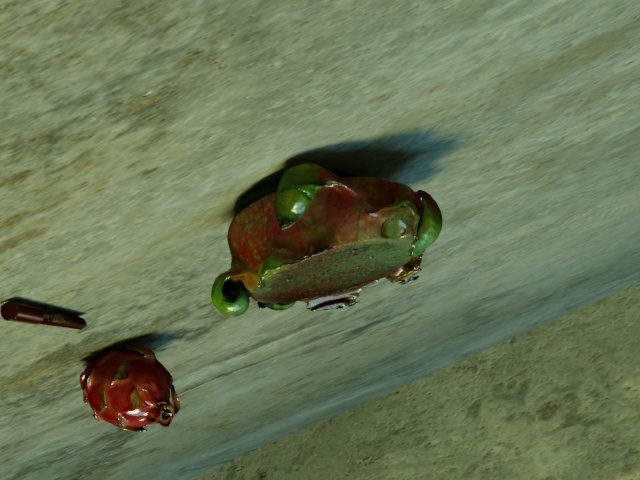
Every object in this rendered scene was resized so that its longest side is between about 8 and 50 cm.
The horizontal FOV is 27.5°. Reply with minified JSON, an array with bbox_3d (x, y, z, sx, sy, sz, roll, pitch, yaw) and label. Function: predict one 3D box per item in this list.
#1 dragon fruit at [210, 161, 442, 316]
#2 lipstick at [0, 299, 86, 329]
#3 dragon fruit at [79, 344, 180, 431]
[{"bbox_3d":[0.000,0.000,1.599,0.295,0.130,0.268,-15,163,-14],"label":"dragon fruit"},{"bbox_3d":[-0.359,0.100,1.711,0.027,0.027,0.176,-24,164,15],"label":"lipstick"},{"bbox_3d":[-0.287,0.225,1.998,0.136,0.166,0.133,20,93,-59],"label":"dragon fruit"}]
